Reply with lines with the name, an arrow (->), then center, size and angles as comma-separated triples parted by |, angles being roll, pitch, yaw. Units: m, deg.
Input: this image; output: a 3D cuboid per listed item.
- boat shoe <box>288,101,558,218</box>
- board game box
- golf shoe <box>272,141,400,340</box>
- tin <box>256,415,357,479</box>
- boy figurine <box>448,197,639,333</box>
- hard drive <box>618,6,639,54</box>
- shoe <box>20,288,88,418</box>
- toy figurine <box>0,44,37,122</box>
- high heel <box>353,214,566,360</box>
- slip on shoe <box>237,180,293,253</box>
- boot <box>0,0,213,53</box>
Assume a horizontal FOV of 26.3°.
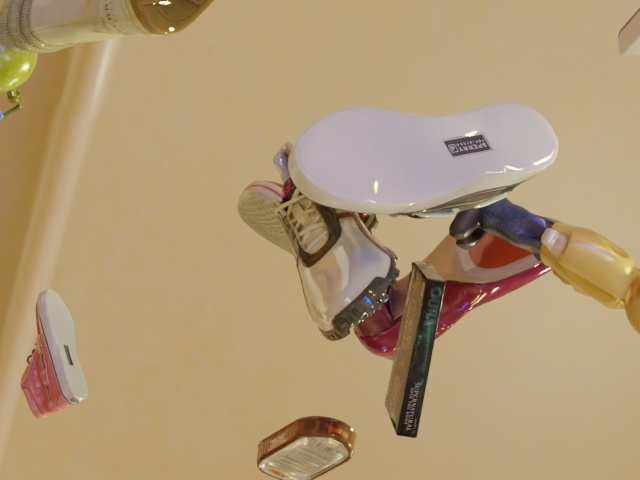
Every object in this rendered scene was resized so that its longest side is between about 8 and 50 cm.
boat shoe -> 0.089, -0.065, 1.304 | 0.102, 0.301, 0.108 | -50, -119, 47
board game box -> 0.110, 0.124, 1.608 | 0.126, 0.026, 0.186 | -110, -150, -80
golf shoe -> 0.000, 0.000, 1.361 | 0.105, 0.120, 0.273 | -42, -156, 15
tin -> -0.024, 0.322, 2.097 | 0.189, 0.106, 0.040 | -37, -149, 45
boy figurine -> 0.287, 0.033, 1.513 | 0.092, 0.285, 0.177 | -56, 163, -4
hard drive -> 0.609, -0.316, 1.942 | 0.210, 0.318, 0.040 | 115, -27, -77
shoe -> -0.390, 0.161, 1.939 | 0.081, 0.063, 0.178 | -27, -114, 19
toy figurine -> -0.434, -0.093, 1.563 | 0.217, 0.362, 0.191 | 45, -36, 28
high heel -> 0.215, 0.074, 1.994 | 0.377, 0.181, 0.127 | -14, -132, 27
slip on shoe -> -0.019, -0.031, 1.761 | 0.101, 0.123, 0.331 | -59, 162, -2
boot -> -0.136, -0.210, 1.058 | 0.213, 0.165, 0.077 | -50, 125, -46
